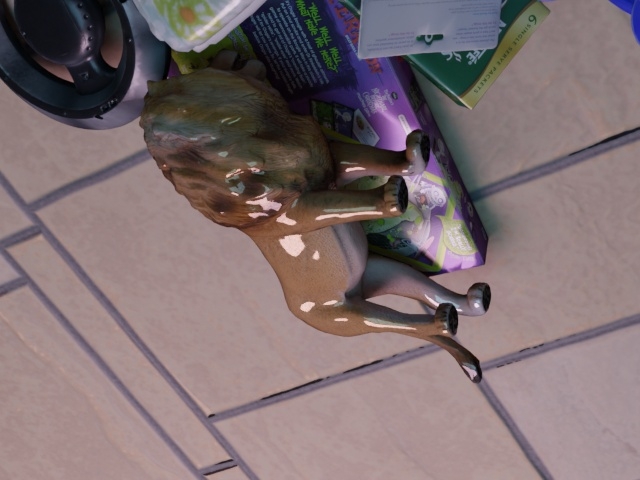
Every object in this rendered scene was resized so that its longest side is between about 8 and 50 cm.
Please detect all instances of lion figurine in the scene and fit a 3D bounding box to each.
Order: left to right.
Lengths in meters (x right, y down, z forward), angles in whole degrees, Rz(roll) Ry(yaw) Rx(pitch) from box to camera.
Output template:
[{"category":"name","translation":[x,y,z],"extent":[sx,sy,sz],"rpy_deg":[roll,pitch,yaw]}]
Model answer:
[{"category":"lion figurine","translation":[0.000,0.000,1.209],"extent":[0.240,0.142,0.392],"rpy_deg":[-2,132,25]}]

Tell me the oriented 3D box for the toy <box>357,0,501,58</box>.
[{"category":"toy","translation":[0.081,-0.268,1.032],"extent":[0.137,0.056,0.237],"rpy_deg":[-9,114,-29]}]

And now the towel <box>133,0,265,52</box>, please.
[{"category":"towel","translation":[-0.071,-0.357,0.963],"extent":[0.374,0.090,0.320],"rpy_deg":[-35,89,37]}]

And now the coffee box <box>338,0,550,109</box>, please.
[{"category":"coffee box","translation":[0.091,-0.208,1.104],"extent":[0.184,0.040,0.113],"rpy_deg":[40,91,-17]}]

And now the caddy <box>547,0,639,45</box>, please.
[{"category":"caddy","translation":[0.272,-0.295,0.942],"extent":[0.241,0.179,0.341],"rpy_deg":[32,133,19]}]

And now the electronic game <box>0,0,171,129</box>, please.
[{"category":"electronic game","translation":[-0.236,-0.204,1.200],"extent":[0.229,0.048,0.229],"rpy_deg":[17,130,21]}]

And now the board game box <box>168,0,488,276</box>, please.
[{"category":"board game box","translation":[0.002,-0.096,1.246],"extent":[0.208,0.056,0.347],"rpy_deg":[-11,124,27]}]
